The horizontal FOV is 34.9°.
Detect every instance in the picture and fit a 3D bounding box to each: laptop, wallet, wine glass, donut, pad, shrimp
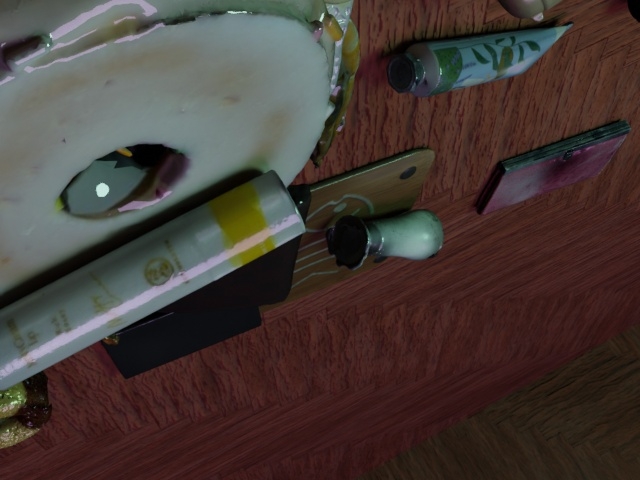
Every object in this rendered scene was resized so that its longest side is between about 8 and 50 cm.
[{"bbox_3d":[-0.173,0.112,1.288,0.197,0.016,0.135,-21,153,-8],"label":"laptop"},{"bbox_3d":[0.337,-0.104,1.482,0.232,0.025,0.119,-19,155,-24],"label":"wallet"},{"bbox_3d":[0.084,-0.003,1.290,0.155,0.072,0.072,-5,146,-46],"label":"wine glass"},{"bbox_3d":[-0.377,0.197,1.188,0.140,0.059,0.140,-23,155,-11],"label":"donut"},{"bbox_3d":[-0.170,-0.093,0.749,0.383,0.142,0.382,-25,155,-12],"label":"donut"},{"bbox_3d":[-0.109,0.015,1.130,0.182,0.049,0.229,-8,151,-12],"label":"wallet"},{"bbox_3d":[0.000,0.000,1.300,0.287,0.018,0.284,-22,155,-24],"label":"pad"},{"bbox_3d":[-0.033,-0.124,0.961,0.145,0.059,0.254,-20,154,-19],"label":"shrimp"}]

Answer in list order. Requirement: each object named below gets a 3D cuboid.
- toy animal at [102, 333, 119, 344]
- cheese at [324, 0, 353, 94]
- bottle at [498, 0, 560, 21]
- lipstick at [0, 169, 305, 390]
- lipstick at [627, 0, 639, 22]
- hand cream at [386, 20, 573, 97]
[{"bbox_3d":[-0.216,0.018,1.002,0.114,0.116,0.255,23,149,-23],"label":"toy animal"},{"bbox_3d":[0.009,-0.208,0.809,0.127,0.050,0.235,-24,142,-36],"label":"cheese"},{"bbox_3d":[0.242,-0.289,0.917,0.209,0.097,0.110,-34,124,8],"label":"bottle"},{"bbox_3d":[-0.140,0.030,0.783,0.264,0.059,0.059,-27,156,-5],"label":"lipstick"},{"bbox_3d":[0.516,-0.325,1.219,0.357,0.057,0.057,-21,155,-22],"label":"lipstick"},{"bbox_3d":[0.171,-0.195,1.083,0.256,0.055,0.088,-19,159,-41],"label":"hand cream"}]
